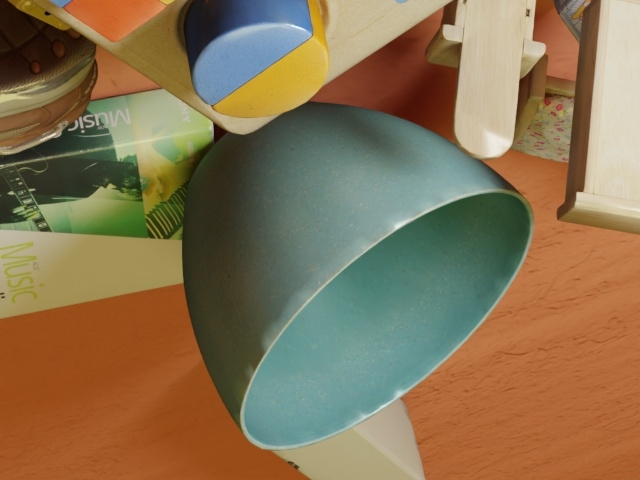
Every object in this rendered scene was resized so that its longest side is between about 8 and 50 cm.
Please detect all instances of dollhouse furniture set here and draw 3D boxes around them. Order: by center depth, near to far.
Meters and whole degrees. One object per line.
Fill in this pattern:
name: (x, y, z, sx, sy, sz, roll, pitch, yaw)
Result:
dollhouse furniture set: (0.196, -0.054, 1.553, 0.303, 0.174, 0.355, 10, 163, -9)

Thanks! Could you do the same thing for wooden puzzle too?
wooden puzzle: (-0.026, -0.194, 1.157, 0.322, 0.080, 0.348, -32, 143, 26)

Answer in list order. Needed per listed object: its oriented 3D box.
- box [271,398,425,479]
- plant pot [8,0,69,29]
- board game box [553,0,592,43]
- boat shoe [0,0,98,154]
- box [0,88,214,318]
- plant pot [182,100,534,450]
box: (0.010, 0.184, 1.981, 0.094, 0.113, 0.275, -23, 146, 15)
plant pot: (-0.184, -0.197, 1.322, 0.081, 0.083, 0.081, -35, 143, 28)
board game box: (0.212, -0.231, 1.452, 0.194, 0.060, 0.194, 7, 142, -31)
boat shoe: (-0.319, -0.090, 1.406, 0.324, 0.123, 0.116, -11, 151, -3)
box: (-0.244, -0.020, 1.604, 0.322, 0.058, 0.232, -12, 149, -7)
plant pot: (0.000, 0.000, 1.540, 0.290, 0.195, 0.290, -32, 154, -18)
